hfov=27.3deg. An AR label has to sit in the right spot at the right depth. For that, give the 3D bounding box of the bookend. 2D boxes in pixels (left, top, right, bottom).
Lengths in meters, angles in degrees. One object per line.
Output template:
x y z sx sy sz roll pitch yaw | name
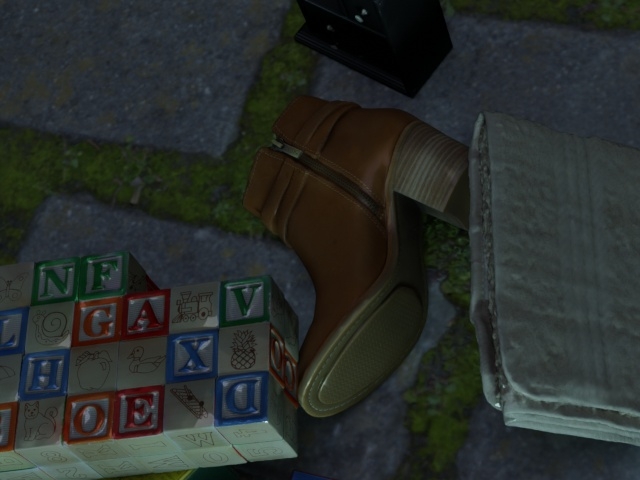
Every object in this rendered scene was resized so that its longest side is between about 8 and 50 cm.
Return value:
0.034 -0.235 1.273 0.156 0.157 0.072 31 75 27 | bookend

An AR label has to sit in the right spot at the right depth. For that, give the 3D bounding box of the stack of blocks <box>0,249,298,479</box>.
-0.171 0.103 1.099 0.297 0.087 0.171 -8 60 14 | stack of blocks

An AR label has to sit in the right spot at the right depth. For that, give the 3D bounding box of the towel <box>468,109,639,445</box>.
0.215 0.031 1.090 0.187 0.049 0.282 13 60 -18 | towel

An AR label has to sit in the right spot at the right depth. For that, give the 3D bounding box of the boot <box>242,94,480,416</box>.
0.000 0.000 1.193 0.220 0.109 0.283 24 84 35 | boot

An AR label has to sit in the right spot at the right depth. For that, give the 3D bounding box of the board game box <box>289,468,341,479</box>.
0.087 0.283 1.054 0.281 0.027 0.145 10 68 21 | board game box

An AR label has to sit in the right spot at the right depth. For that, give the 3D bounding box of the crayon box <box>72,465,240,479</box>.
-0.254 0.244 1.148 0.318 0.081 0.202 -43 59 -9 | crayon box
